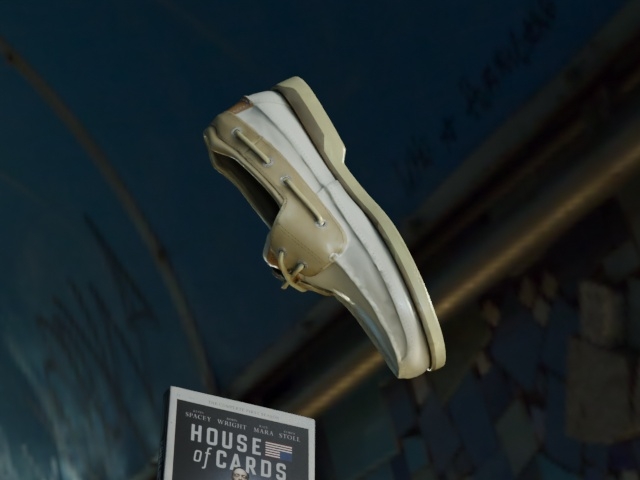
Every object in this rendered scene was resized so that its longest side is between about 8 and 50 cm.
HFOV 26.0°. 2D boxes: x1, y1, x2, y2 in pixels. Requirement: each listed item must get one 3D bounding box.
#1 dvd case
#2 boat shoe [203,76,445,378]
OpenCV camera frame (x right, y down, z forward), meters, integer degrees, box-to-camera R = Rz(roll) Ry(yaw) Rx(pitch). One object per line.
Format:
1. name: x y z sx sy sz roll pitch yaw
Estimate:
1. dvd case: -0.090 0.282 1.489 0.179 0.238 0.029 16 -39 -20
2. boat shoe: 0.000 0.000 1.199 0.103 0.302 0.113 -24 -26 -14
